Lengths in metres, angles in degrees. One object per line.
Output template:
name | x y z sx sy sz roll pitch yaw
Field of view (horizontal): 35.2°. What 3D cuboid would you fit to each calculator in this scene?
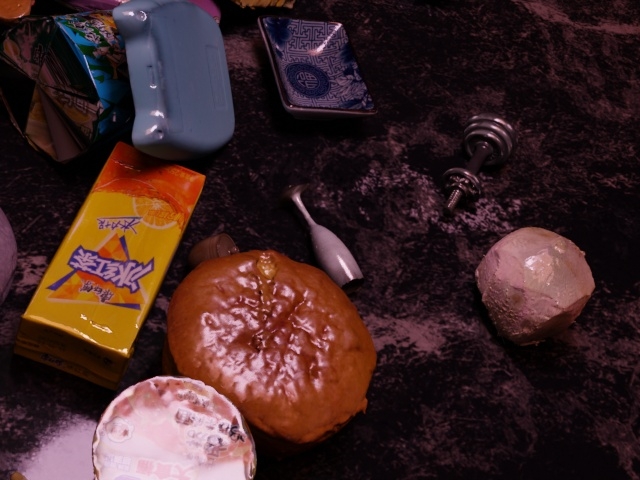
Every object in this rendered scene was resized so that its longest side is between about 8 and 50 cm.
calculator | -0.210 -0.255 1.587 0.054 0.256 0.386 -7 6 13

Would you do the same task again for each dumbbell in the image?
dumbbell | 0.281 -0.136 1.853 0.110 0.110 0.254 32 55 3

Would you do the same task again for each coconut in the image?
coconut | 0.353 0.066 1.658 0.194 0.194 0.194 12 50 -15

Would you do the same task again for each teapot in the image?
teapot | -0.148 0.037 1.552 0.110 0.080 0.085 13 63 -66

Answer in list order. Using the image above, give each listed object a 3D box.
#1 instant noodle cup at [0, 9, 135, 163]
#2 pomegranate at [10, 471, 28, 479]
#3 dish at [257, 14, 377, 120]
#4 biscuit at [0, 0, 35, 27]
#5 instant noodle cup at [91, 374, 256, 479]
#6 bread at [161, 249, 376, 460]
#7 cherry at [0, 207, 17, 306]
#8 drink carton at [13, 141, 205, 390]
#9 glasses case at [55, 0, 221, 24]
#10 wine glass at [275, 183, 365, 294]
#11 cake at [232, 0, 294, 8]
instant noodle cup | -0.366 -0.257 1.585 0.240 0.240 0.178 44 43 13
pomegranate | -0.333 0.354 1.137 0.198 0.198 0.246 -17 48 -33
dish | -0.017 -0.303 1.859 0.182 0.080 0.243 0 52 -24
biscuit | -0.557 -0.434 1.711 0.339 0.047 0.216 -17 62 -17
instant noodle cup | -0.191 0.290 1.260 0.205 0.153 0.205 8 56 -13
bread | -0.078 0.156 1.417 0.312 0.172 0.312 15 49 -19
cherry | -0.507 0.019 1.319 0.213 0.183 0.266 19 51 -20
drink carton | -0.297 0.029 1.457 0.154 0.111 0.351 22 49 -5
glasses case | -0.336 -0.440 1.829 0.316 0.076 0.123 13 50 -14
wine glass | 0.000 0.000 1.643 0.066 0.066 0.198 -16 63 -33
cake | -0.154 -0.568 1.861 0.222 0.227 0.286 33 23 17
